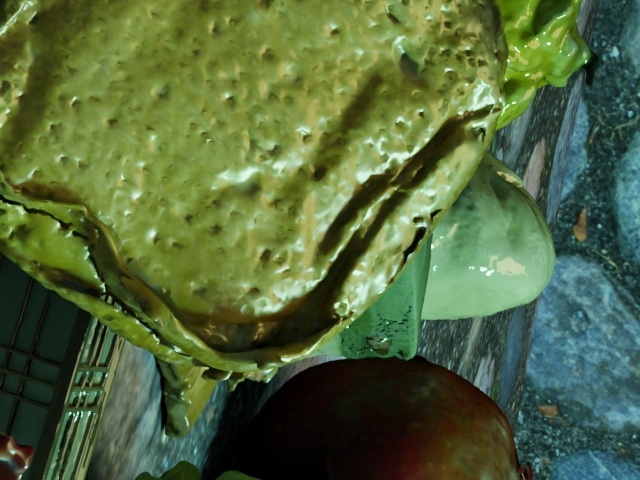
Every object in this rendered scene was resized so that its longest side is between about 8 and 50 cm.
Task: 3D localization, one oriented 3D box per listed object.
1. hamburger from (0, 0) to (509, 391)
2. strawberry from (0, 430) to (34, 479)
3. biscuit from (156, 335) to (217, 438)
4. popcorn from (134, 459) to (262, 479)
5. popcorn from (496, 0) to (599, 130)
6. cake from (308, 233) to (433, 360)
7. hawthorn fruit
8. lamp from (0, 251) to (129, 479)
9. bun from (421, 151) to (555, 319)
[{"bbox_3d":[-0.058,-0.089,0.944,0.158,0.318,0.319,15,-91,68],"label":"hamburger"},{"bbox_3d":[-0.209,0.087,0.730,0.178,0.234,0.234,-92,-169,-65],"label":"strawberry"},{"bbox_3d":[-0.093,0.048,1.432,0.224,0.033,0.144,93,19,-44],"label":"biscuit"},{"bbox_3d":[-0.099,0.264,1.270,0.212,0.259,0.259,60,33,-17],"label":"popcorn"},{"bbox_3d":[0.162,-0.224,1.723,0.249,0.225,0.249,11,90,-78],"label":"popcorn"},{"bbox_3d":[0.000,0.004,1.389,0.172,0.158,0.284,-62,156,-60],"label":"cake"},{"bbox_3d":[0.043,0.248,1.682,0.316,0.316,0.316,16,90,-76],"label":"hawthorn fruit"},{"bbox_3d":[-0.155,0.031,1.070,0.089,0.090,0.325,21,86,-76],"label":"lamp"},{"bbox_3d":[0.105,-0.018,1.717,0.259,0.259,0.160,-34,133,-68],"label":"bun"}]
